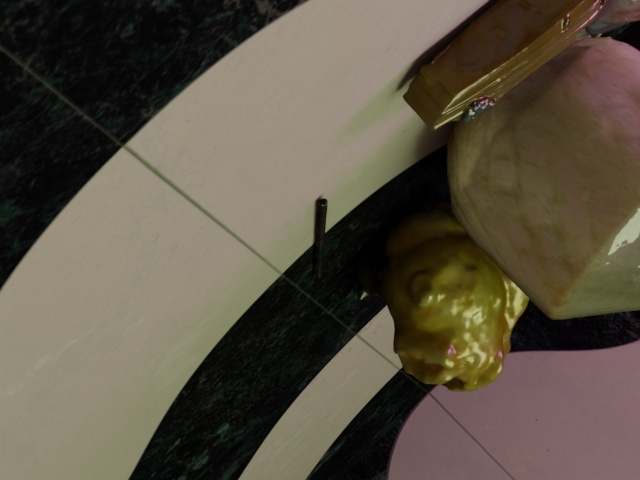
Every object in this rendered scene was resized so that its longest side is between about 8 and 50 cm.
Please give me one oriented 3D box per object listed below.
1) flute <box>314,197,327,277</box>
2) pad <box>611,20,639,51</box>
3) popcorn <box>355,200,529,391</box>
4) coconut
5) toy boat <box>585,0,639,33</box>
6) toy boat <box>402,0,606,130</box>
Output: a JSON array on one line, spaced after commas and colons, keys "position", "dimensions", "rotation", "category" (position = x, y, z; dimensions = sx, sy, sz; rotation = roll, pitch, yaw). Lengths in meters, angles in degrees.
[{"position": [0.000, 0.000, 1.775], "dimensions": [0.014, 0.014, 0.269], "rotation": [-41, 164, -15], "category": "flute"}, {"position": [0.532, -0.243, 1.957], "dimensions": [0.375, 0.315, 0.063], "rotation": [-38, 141, 24], "category": "pad"}, {"position": [0.213, 0.075, 2.055], "dimensions": [0.316, 0.281, 0.297], "rotation": [-56, 141, -54], "category": "popcorn"}, {"position": [0.377, -0.070, 1.825], "dimensions": [0.344, 0.415, 0.415], "rotation": [-46, 165, -1], "category": "coconut"}, {"position": [0.460, -0.355, 1.962], "dimensions": [0.206, 0.096, 0.282], "rotation": [-37, 177, -6], "category": "toy boat"}, {"position": [0.230, -0.235, 1.613], "dimensions": [0.310, 0.089, 0.115], "rotation": [-40, 167, -18], "category": "toy boat"}]
